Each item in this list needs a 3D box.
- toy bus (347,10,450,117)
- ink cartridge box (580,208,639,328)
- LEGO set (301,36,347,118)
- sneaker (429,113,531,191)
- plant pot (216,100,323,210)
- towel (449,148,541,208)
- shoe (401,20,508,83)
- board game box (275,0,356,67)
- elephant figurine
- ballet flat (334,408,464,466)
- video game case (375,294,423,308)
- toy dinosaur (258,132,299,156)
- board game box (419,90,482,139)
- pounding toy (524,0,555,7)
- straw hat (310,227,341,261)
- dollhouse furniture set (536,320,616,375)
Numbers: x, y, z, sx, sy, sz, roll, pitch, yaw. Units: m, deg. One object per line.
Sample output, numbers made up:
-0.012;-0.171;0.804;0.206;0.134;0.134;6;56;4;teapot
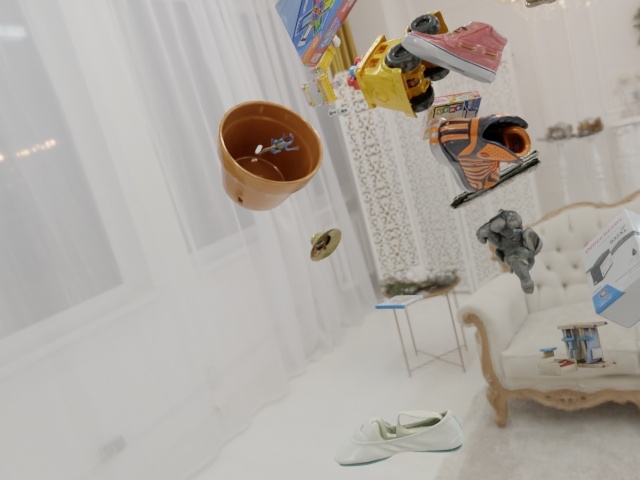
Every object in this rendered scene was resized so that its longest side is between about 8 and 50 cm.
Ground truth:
0.168;-0.403;1.234;0.212;0.149;0.220;15;65;36;toy bus
0.972;0.084;1.717;0.129;0.223;0.307;24;41;-5;ink cartridge box
0.002;-0.550;1.815;0.132;0.286;0.107;-10;4;-44;LEGO set
0.385;-0.186;1.208;0.180;0.124;0.321;2;-8;37;sneaker
-0.163;-0.219;1.529;0.291;0.290;0.203;-23;-19;-33;plant pot
0.586;-0.200;1.811;0.312;0.056;0.324;-29;-5;20;towel
0.227;-0.333;0.910;0.178;0.081;0.063;17;11;-14;shoe
0.022;-0.420;0.825;0.027;0.145;0.281;-5;-28;-36;board game box
0.621;0.029;1.726;0.186;0.239;0.169;-37;0;-10;elephant figurine
0.224;0.578;1.627;0.400;0.139;0.139;-14;11;14;ballet flat
0.294;0.228;2.009;0.119;0.015;0.166;-5;5;36;video game case
-0.100;-0.242;1.341;0.090;0.047;0.082;-7;14;22;toy dinosaur
0.448;-0.432;1.875;0.194;0.146;0.045;-11;51;-9;board game box
0.613;-0.779;1.439;0.269;0.155;0.154;-52;33;12;pounding toy
0.000;0.000;1.880;0.144;0.144;0.061;-24;50;-36;straw hat
0.741;0.316;1.585;0.184;0.129;0.129;-5;-9;-29;dollhouse furniture set
